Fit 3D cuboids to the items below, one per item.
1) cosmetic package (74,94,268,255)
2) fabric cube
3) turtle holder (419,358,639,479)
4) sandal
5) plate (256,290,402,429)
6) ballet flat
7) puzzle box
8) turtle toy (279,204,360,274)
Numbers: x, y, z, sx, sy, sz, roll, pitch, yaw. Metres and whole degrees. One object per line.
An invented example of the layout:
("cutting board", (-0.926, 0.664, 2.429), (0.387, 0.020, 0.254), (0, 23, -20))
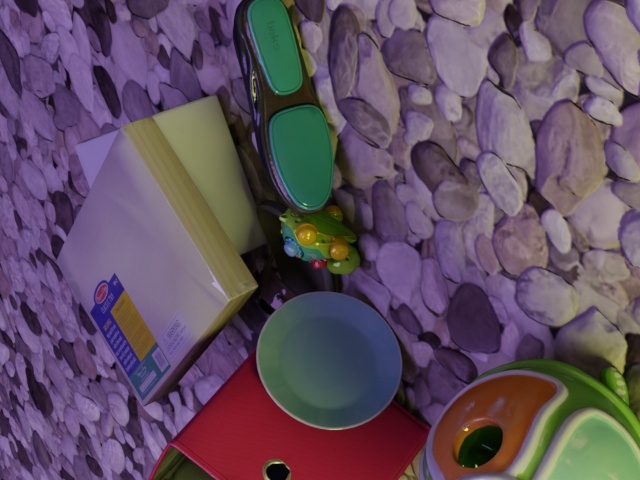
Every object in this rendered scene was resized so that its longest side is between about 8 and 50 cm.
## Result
("cosmetic package", (-0.217, -0.070, 1.711), (0.225, 0.138, 0.224), (-7, 105, 56))
("fabric cube", (-0.054, 0.307, 1.559), (0.254, 0.258, 0.259), (39, 142, 6))
("turtle holder", (0.213, 0.291, 1.201), (0.243, 0.227, 0.320), (11, 106, 25))
("sandal", (-0.034, 0.091, 1.608), (0.120, 0.086, 0.302), (14, 121, 50))
("plate", (0.011, 0.153, 1.500), (0.188, 0.188, 0.024), (54, 156, 17))
("ballet flat", (-0.049, -0.167, 1.477), (0.096, 0.095, 0.280), (-11, 91, 65))
("puzzle box", (-0.242, 0.044, 1.650), (0.272, 0.052, 0.409), (57, 146, 10))
("turtle toy", (0.000, 0.000, 1.495), (0.066, 0.130, 0.095), (-50, 27, 27))
